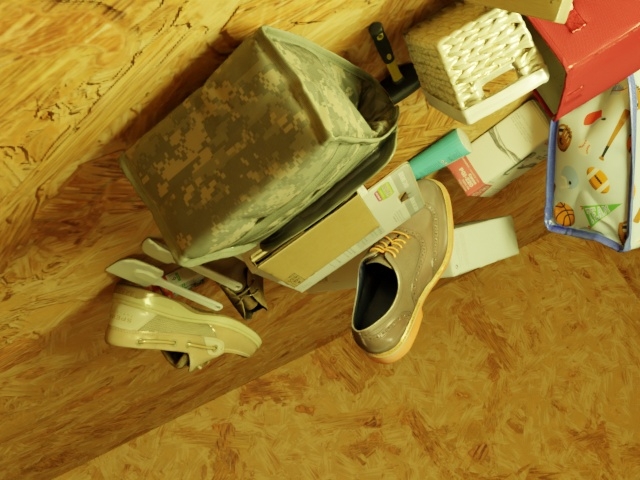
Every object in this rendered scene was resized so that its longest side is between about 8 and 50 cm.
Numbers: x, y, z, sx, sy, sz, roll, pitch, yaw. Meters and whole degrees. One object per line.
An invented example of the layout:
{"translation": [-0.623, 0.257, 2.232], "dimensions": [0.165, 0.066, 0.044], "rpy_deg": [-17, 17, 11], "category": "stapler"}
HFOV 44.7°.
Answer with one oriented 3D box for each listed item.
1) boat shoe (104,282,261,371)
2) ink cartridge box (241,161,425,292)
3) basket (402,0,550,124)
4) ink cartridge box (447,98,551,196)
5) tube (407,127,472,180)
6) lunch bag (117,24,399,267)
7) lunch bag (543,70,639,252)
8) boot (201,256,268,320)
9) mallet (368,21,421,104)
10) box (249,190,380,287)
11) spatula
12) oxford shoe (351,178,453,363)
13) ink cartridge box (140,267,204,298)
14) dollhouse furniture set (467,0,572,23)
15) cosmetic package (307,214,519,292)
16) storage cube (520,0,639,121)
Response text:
{"translation": [-0.237, 0.168, 1.351], "dimensions": [0.121, 0.110, 0.341], "rpy_deg": [6, 166, 39], "category": "boat shoe"}
{"translation": [0.012, -0.055, 1.233], "dimensions": [0.271, 0.130, 0.309], "rpy_deg": [-34, 166, 4], "category": "ink cartridge box"}
{"translation": [0.175, -0.219, 0.921], "dimensions": [0.113, 0.103, 0.167], "rpy_deg": [-30, -160, 2], "category": "basket"}
{"translation": [0.391, -0.186, 1.612], "dimensions": [0.218, 0.092, 0.158], "rpy_deg": [-39, 163, 26], "category": "ink cartridge box"}
{"translation": [0.188, -0.138, 1.475], "dimensions": [0.207, 0.052, 0.080], "rpy_deg": [-31, 161, 26], "category": "tube"}
{"translation": [-0.045, -0.101, 0.907], "dimensions": [0.235, 0.169, 0.287], "rpy_deg": [-36, 171, 24], "category": "lunch bag"}
{"translation": [0.596, -0.211, 1.456], "dimensions": [0.327, 0.386, 0.239], "rpy_deg": [-15, -158, -32], "category": "lunch bag"}
{"translation": [-0.140, 0.062, 1.379], "dimensions": [0.112, 0.115, 0.305], "rpy_deg": [-26, 163, -4], "category": "boot"}
{"translation": [0.082, -0.224, 0.998], "dimensions": [0.062, 0.039, 0.189], "rpy_deg": [-37, 161, 13], "category": "mallet"}
{"translation": [0.000, 0.000, 1.082], "dimensions": [0.164, 0.021, 0.201], "rpy_deg": [-36, 164, 4], "category": "box"}
{"translation": [-0.193, 0.043, 1.236], "dimensions": [0.168, 0.019, 0.242], "rpy_deg": [-38, 141, 18], "category": "spatula"}
{"translation": [0.147, 0.031, 1.390], "dimensions": [0.129, 0.364, 0.133], "rpy_deg": [5, 155, 30], "category": "oxford shoe"}
{"translation": [-0.262, 0.080, 1.368], "dimensions": [0.115, 0.029, 0.063], "rpy_deg": [-26, 166, -15], "category": "ink cartridge box"}
{"translation": [0.254, -0.309, 0.813], "dimensions": [0.123, 0.144, 0.151], "rpy_deg": [-12, 122, -50], "category": "dollhouse furniture set"}
{"translation": [0.191, 0.030, 1.677], "dimensions": [0.377, 0.098, 0.284], "rpy_deg": [-10, 179, 39], "category": "cosmetic package"}
{"translation": [0.319, -0.288, 0.928], "dimensions": [0.193, 0.184, 0.215], "rpy_deg": [-31, 166, 5], "category": "storage cube"}
